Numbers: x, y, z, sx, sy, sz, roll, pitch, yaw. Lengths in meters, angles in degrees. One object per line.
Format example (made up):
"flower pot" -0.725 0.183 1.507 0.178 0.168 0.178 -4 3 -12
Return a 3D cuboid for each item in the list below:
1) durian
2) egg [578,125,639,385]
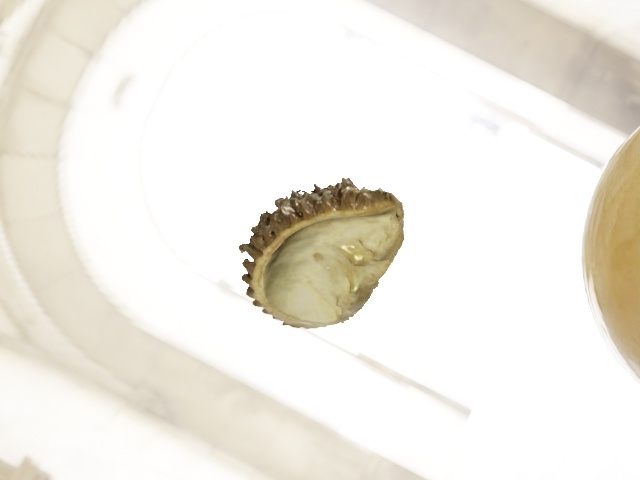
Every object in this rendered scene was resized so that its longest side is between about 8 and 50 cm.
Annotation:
"durian" -0.004 0.007 0.772 0.052 0.066 0.130 -38 -13 -38
"egg" 0.244 0.009 0.831 0.244 0.201 0.201 5 -59 -41
